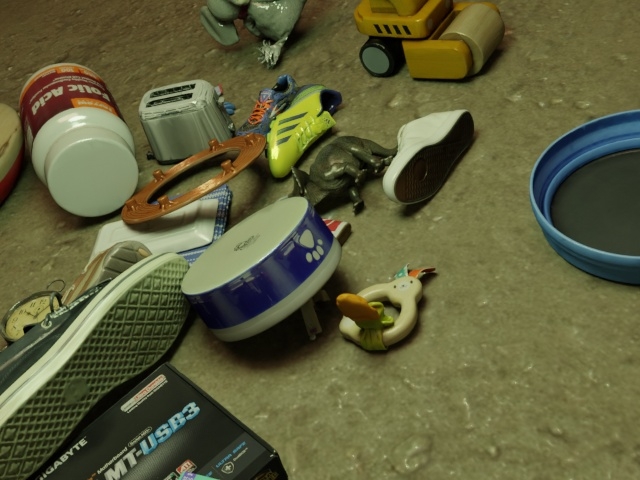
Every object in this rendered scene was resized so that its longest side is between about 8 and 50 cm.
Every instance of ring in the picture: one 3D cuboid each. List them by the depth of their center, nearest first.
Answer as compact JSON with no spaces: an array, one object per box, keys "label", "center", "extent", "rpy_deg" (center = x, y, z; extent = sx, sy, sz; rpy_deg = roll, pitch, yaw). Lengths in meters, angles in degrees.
[{"label":"ring","center":[-0.265,-0.139,1.730],"extent":[0.337,0.032,0.336],"rpy_deg":[-23,21,10]}]

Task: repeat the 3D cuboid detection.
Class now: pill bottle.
[{"label":"pill bottle","center":[-0.544,-0.229,1.899],"extent":[0.224,0.224,0.392],"rpy_deg":[-26,40,-9]}]

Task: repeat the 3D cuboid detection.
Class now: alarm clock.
[{"label":"alarm clock","center":[-0.520,0.143,1.584],"extent":[0.129,0.064,0.192],"rpy_deg":[-7,43,15]}]

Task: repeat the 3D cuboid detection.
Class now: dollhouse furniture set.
[{"label":"dollhouse furniture set","center":[-0.044,0.142,1.441],"extent":[0.114,0.091,0.081],"rpy_deg":[-25,77,28]}]

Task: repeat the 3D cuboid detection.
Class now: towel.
[{"label":"towel","center":[-0.300,0.022,1.669],"extent":[0.243,0.040,0.336],"rpy_deg":[-12,38,12]}]

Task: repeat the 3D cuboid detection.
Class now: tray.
[{"label":"tray","center":[-0.338,-0.017,1.679],"extent":[0.270,0.030,0.145],"rpy_deg":[-14,37,11]}]

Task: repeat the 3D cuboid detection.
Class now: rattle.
[{"label":"rattle","center":[0.104,0.069,1.371],"extent":[0.199,0.142,0.130],"rpy_deg":[-46,28,-21]}]

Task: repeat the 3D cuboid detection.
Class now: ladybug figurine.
[{"label":"ladybug figurine","center":[-0.841,-0.153,1.977],"extent":[0.305,0.162,0.449],"rpy_deg":[-5,41,15]}]

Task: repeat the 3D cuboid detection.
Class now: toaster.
[{"label":"toaster","center":[-0.314,-0.269,1.916],"extent":[0.227,0.146,0.129],"rpy_deg":[-9,40,13]}]

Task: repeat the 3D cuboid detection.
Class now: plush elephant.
[{"label":"plush elephant","center":[-0.179,-0.623,2.165],"extent":[0.255,0.272,0.330],"rpy_deg":[27,63,-13]}]

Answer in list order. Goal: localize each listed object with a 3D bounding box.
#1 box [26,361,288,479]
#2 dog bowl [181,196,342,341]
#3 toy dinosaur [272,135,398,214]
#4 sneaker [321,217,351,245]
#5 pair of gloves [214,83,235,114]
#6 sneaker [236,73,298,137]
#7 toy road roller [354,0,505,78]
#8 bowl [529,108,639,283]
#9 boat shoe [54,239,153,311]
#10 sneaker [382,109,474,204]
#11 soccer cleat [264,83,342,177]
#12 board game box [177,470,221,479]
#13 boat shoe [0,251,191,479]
[{"label":"box","center":[-0.249,0.350,1.234],"extent":[0.295,0.073,0.293],"rpy_deg":[-38,44,-23]},{"label":"dog bowl","center":[-0.100,0.044,1.423],"extent":[0.265,0.104,0.265],"rpy_deg":[-31,19,12]},{"label":"toy dinosaur","center":[0.050,-0.152,1.658],"extent":[0.160,0.121,0.313],"rpy_deg":[30,62,27]},{"label":"sneaker","center":[0.000,0.000,1.560],"extent":[0.067,0.042,0.118],"rpy_deg":[17,43,30]},{"label":"pair of gloves","center":[-0.297,-0.323,2.069],"extent":[0.159,0.023,0.198],"rpy_deg":[-24,39,-6]},{"label":"sneaker","center":[-0.123,-0.301,1.923],"extent":[0.083,0.087,0.221],"rpy_deg":[12,48,33]},{"label":"toy road roller","center":[0.231,-0.513,1.907],"extent":[0.330,0.240,0.202],"rpy_deg":[12,49,32]},{"label":"bowl","center":[0.550,-0.079,1.408],"extent":[0.391,0.077,0.391],"rpy_deg":[-11,40,10]},{"label":"boat shoe","center":[-0.415,0.142,1.496],"extent":[0.116,0.123,0.324],"rpy_deg":[6,57,54]},{"label":"sneaker","center":[0.183,-0.161,1.640],"extent":[0.123,0.106,0.290],"rpy_deg":[8,36,38]},{"label":"soccer cleat","center":[-0.034,-0.243,1.819],"extent":[0.121,0.093,0.289],"rpy_deg":[6,46,18]},{"label":"board game box","center":[-0.076,0.372,1.028],"extent":[0.160,0.210,0.047],"rpy_deg":[5,45,27]},{"label":"boat shoe","center":[-0.392,0.175,1.347],"extent":[0.156,0.186,0.500],"rpy_deg":[15,44,32]}]
